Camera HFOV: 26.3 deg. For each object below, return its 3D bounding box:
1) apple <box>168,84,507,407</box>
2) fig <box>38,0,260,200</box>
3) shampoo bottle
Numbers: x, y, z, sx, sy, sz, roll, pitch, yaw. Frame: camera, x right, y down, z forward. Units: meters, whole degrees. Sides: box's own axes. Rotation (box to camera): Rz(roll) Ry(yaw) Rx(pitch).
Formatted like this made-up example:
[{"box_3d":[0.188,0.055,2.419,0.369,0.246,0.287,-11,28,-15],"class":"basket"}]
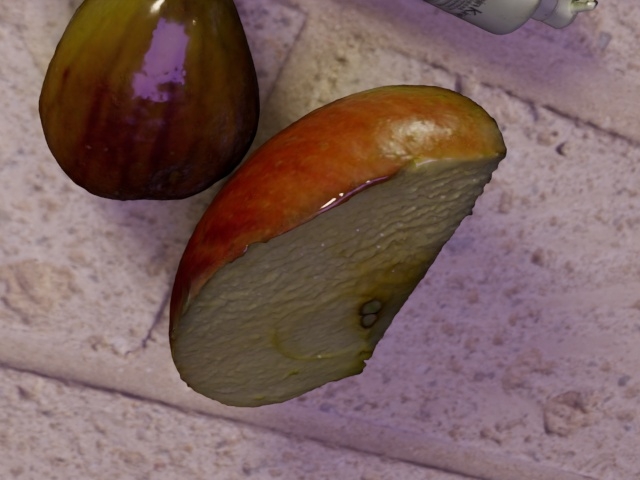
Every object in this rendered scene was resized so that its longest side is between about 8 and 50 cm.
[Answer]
[{"box_3d":[0.000,0.000,1.085,0.179,0.254,0.346,31,138,0],"class":"apple"},{"box_3d":[-0.122,-0.154,1.016,0.170,0.145,0.274,-3,136,-15],"class":"fig"},{"box_3d":[0.096,-0.229,1.078,0.262,0.085,0.085,21,113,-27],"class":"shampoo bottle"}]
